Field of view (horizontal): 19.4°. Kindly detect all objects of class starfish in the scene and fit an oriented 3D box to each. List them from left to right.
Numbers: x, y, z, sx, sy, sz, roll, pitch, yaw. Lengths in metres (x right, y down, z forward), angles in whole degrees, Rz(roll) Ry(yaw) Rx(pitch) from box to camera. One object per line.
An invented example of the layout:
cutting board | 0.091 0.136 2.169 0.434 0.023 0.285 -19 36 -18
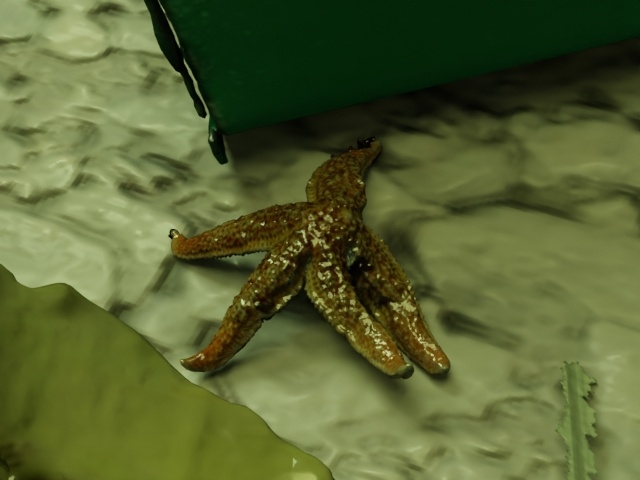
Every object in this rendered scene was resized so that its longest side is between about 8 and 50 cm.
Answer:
starfish | -0.003 -0.004 0.742 0.133 0.041 0.130 9 54 17

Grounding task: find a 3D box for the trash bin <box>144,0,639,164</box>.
trash bin | 0.089 -0.216 0.740 0.381 0.295 0.259 -19 51 2

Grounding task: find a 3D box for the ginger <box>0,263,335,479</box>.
ginger | -0.136 0.126 0.568 0.358 0.211 0.413 -24 52 -10

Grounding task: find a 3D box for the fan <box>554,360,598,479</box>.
fan | 0.087 0.151 0.581 0.190 0.009 0.329 23 37 -17
